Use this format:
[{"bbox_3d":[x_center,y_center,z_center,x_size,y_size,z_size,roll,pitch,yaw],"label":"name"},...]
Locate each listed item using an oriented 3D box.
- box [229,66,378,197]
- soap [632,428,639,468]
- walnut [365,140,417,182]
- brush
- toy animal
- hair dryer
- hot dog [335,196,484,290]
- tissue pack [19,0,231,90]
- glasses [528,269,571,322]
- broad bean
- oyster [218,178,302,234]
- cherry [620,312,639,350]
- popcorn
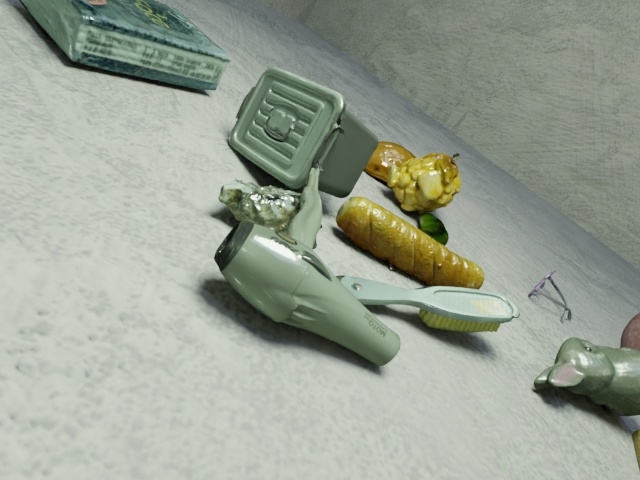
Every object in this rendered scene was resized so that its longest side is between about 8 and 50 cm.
[{"bbox_3d":[-0.026,-0.177,0.808,0.135,0.163,0.243,19,13,-48],"label":"box"},{"bbox_3d":[0.483,0.312,0.641,0.037,0.092,0.252,39,26,16],"label":"soap"},{"bbox_3d":[0.193,-0.200,1.212,0.211,0.087,0.167,20,25,-27],"label":"walnut"},{"bbox_3d":[0.148,0.099,0.682,0.296,0.060,0.068,9,32,-16],"label":"brush"},{"bbox_3d":[0.440,0.205,0.748,0.236,0.138,0.108,25,60,-26],"label":"toy animal"},{"bbox_3d":[0.020,0.032,0.578,0.229,0.092,0.267,47,35,-3],"label":"hair dryer"},{"bbox_3d":[0.155,0.017,0.793,0.285,0.088,0.061,24,32,-12],"label":"hot dog"},{"bbox_3d":[-0.358,-0.395,0.891,0.228,0.103,0.315,46,29,22],"label":"tissue pack"},{"bbox_3d":[0.535,0.129,1.061,0.104,0.063,0.139,47,29,23],"label":"glasses"},{"bbox_3d":[0.181,-0.025,0.932,0.291,0.049,0.144,4,37,-45],"label":"broad bean"},{"bbox_3d":[-0.062,-0.048,0.678,0.124,0.064,0.177,34,23,11],"label":"oyster"},{"bbox_3d":[0.719,0.248,0.892,0.261,0.221,0.308,14,44,-20],"label":"cherry"},{"bbox_3d":[0.240,-0.126,1.079,0.194,0.163,0.140,-61,134,-75],"label":"popcorn"}]
